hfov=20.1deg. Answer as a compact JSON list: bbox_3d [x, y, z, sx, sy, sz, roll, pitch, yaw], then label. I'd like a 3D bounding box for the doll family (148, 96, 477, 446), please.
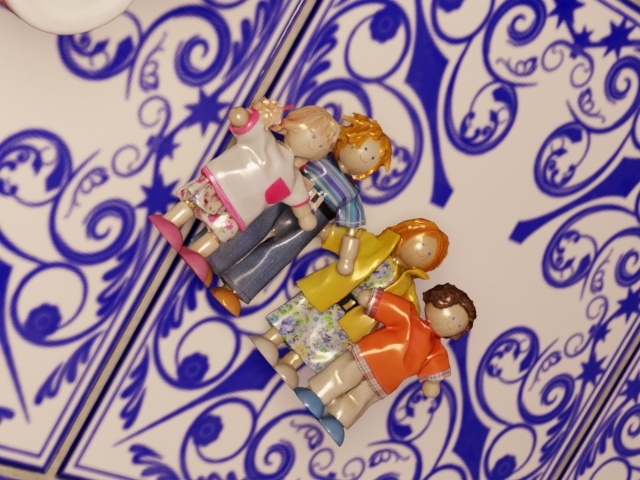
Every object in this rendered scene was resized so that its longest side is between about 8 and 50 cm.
[{"bbox_3d":[0.000,0.000,1.251,0.163,0.118,0.263,-40,114,-4],"label":"doll family"}]

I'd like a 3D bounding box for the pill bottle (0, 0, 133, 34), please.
[{"bbox_3d":[-0.164,-0.175,0.972,0.087,0.160,0.087,-18,124,-28],"label":"pill bottle"}]
